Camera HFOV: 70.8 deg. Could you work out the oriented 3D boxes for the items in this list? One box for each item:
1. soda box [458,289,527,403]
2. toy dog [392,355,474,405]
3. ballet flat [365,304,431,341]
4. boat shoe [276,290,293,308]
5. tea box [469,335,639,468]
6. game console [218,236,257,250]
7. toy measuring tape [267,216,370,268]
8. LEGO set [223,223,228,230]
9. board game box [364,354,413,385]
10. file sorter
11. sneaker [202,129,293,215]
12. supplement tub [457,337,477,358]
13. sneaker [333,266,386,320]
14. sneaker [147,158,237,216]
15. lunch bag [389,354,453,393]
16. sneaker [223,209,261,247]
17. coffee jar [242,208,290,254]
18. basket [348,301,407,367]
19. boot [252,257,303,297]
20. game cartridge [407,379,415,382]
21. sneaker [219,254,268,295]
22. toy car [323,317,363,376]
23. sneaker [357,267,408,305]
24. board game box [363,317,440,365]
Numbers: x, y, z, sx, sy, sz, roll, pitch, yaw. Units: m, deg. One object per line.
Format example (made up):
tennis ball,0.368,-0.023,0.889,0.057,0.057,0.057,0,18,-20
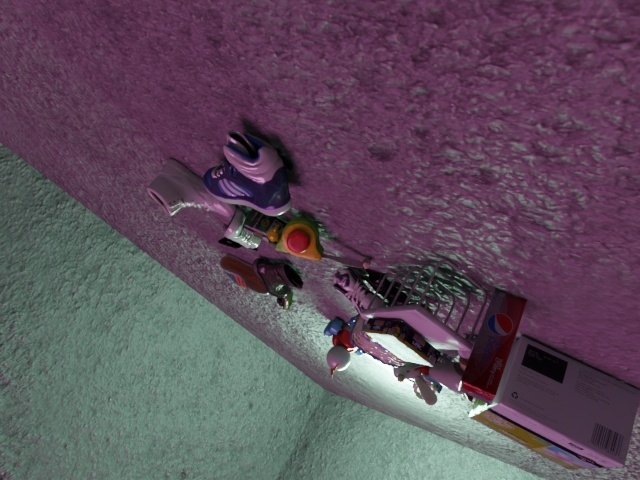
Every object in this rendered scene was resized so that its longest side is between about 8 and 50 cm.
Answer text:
soda box,0.430,0.261,1.122,0.083,0.263,0.092,20,154,23
toy dog,0.423,0.502,1.590,0.334,0.161,0.220,-25,104,29
ballet flat,0.256,0.264,1.419,0.073,0.232,0.080,109,139,-75
boat shoe,-0.176,0.286,2.166,0.073,0.080,0.223,24,161,6
tea box,0.670,0.489,1.336,0.329,0.220,0.323,25,157,15
game console,-0.342,0.022,1.862,0.122,0.107,0.071,14,123,35
toy measuring tape,0.000,0.000,1.374,0.330,0.121,0.121,12,155,2
LEGO set,-0.373,-0.045,1.819,0.054,0.023,0.083,37,157,-12
board game box,0.380,0.607,2.159,0.347,0.056,0.208,33,161,-3
file sorter,0.287,0.182,1.258,0.193,0.173,0.278,37,157,-13
sneaker,-0.221,-0.209,1.202,0.323,0.130,0.236,23,146,31
supplement tub,0.505,0.351,1.456,0.071,0.071,0.107,40,156,-18
sneaker,0.109,0.164,1.459,0.153,0.094,0.235,37,-167,-29
sneaker,-0.450,-0.132,1.561,0.292,0.169,0.108,34,155,-8
lunch bag,0.408,0.521,1.886,0.221,0.138,0.293,26,169,14
sneaker,-0.265,-0.034,1.602,0.123,0.106,0.290,27,175,-3
coffee jar,-0.155,-0.034,1.479,0.184,0.096,0.079,29,160,5
basket,0.232,0.331,1.589,0.255,0.201,0.289,28,157,3
boot,-0.157,0.174,1.903,0.229,0.091,0.263,8,146,44
game cartridge,0.359,0.562,1.851,0.083,0.017,0.056,30,175,-32
sneaker,-0.339,0.176,2.129,0.302,0.108,0.121,31,159,24
toy car,0.093,0.525,2.104,0.219,0.238,0.210,33,157,-1
sneaker,0.202,0.147,1.443,0.170,0.051,0.089,28,160,41
board game box,0.225,0.282,1.257,0.170,0.048,0.141,39,159,-21
